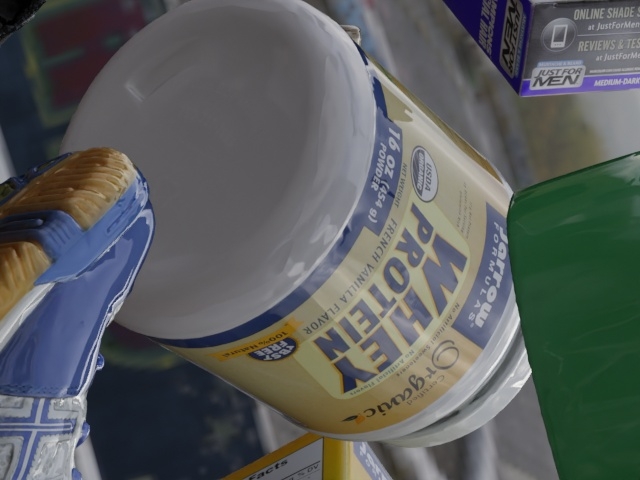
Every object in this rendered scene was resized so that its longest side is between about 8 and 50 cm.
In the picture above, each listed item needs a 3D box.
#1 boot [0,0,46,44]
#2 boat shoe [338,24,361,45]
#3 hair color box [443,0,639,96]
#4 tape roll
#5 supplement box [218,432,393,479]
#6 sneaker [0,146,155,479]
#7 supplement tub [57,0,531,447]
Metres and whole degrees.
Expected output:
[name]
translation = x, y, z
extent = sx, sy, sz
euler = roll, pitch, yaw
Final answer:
[boot]
translation = -0.194, -0.126, 1.146
extent = 0.045, 0.121, 0.099
euler = 47, 8, -12
[boat shoe]
translation = -0.048, -0.116, 1.448
extent = 0.064, 0.178, 0.060
euler = -8, 91, -57
[hair color box]
translation = 0.223, -0.269, 1.986
extent = 0.339, 0.185, 0.110
euler = -120, -150, -54
[tape roll]
translation = 0.181, 0.115, 1.019
extent = 0.321, 0.077, 0.321
euler = -19, 90, -76
[supplement box]
translation = -0.015, 0.326, 1.444
extent = 0.195, 0.194, 0.356
euler = 56, 16, -23
[sneaker]
translation = -0.140, 0.098, 0.740
extent = 0.131, 0.112, 0.296
euler = 48, 59, -24
[supplement tub]
translation = 0.000, 0.000, 1.313
extent = 0.316, 0.228, 0.228
euler = 35, 38, -51
